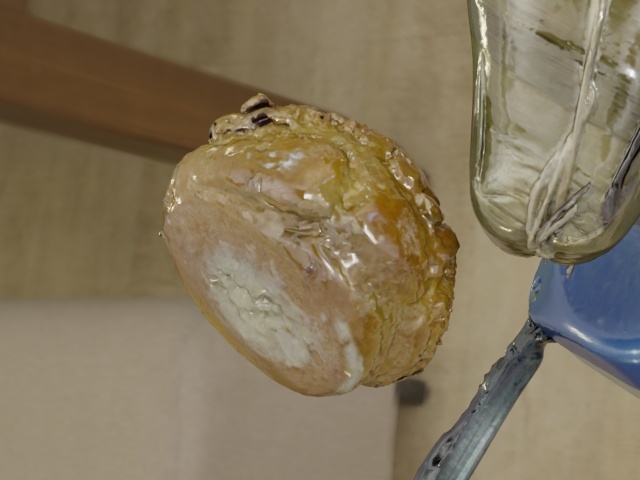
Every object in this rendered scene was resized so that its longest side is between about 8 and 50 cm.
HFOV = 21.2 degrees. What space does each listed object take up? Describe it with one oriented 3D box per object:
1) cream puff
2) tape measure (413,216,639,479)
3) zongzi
[{"bbox_3d":[0.000,0.000,0.875,0.150,0.115,0.165,-9,117,51],"label":"cream puff"},{"bbox_3d":[0.176,0.047,0.923,0.351,0.098,0.215,-54,28,-1],"label":"tape measure"},{"bbox_3d":[0.092,-0.102,0.814,0.197,0.099,0.194,27,90,0],"label":"zongzi"}]
